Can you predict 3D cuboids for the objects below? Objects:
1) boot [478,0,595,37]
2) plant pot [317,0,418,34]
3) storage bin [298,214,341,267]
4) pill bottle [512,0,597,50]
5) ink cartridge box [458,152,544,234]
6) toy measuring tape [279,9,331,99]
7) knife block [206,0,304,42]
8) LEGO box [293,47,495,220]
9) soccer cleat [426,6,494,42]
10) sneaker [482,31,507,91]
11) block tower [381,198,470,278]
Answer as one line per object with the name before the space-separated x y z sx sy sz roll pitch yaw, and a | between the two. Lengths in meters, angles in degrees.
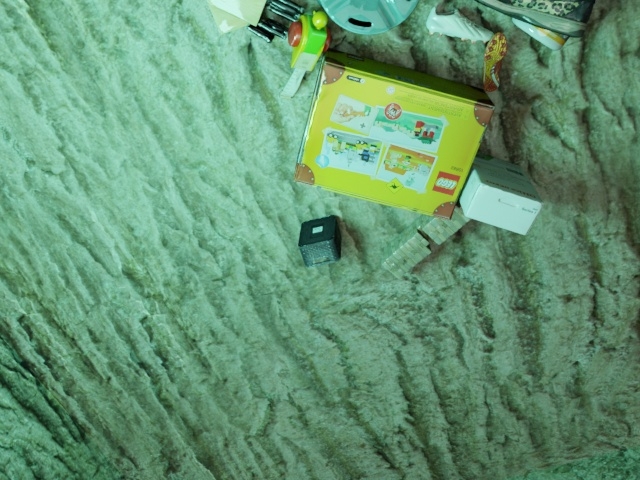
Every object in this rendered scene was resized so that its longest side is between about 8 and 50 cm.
boot | 0.525 -0.691 1.493 0.377 0.138 0.284 27 116 11
plant pot | 0.122 -0.678 1.536 0.341 0.334 0.341 1 121 2
storage bin | 0.000 0.000 2.016 0.122 0.180 0.084 -13 119 10
pill bottle | 0.653 -0.662 1.613 0.162 0.162 0.278 27 118 -12
ink cartridge box | 0.526 -0.151 1.845 0.201 0.278 0.117 17 119 -6
toy measuring tape | -0.054 -0.541 1.744 0.121 0.121 0.330 25 149 -11
knife block | -0.189 -0.681 1.693 0.242 0.088 0.276 -17 117 11
LEGO box | 0.205 -0.312 1.819 0.500 0.193 0.372 14 119 -5
soccer cleat | 0.397 -0.605 1.717 0.196 0.068 0.076 11 117 0
sneaker | 0.492 -0.516 1.754 0.064 0.067 0.175 3 133 0
block tower | 0.350 -0.020 2.038 0.091 0.097 0.335 40 112 -18
